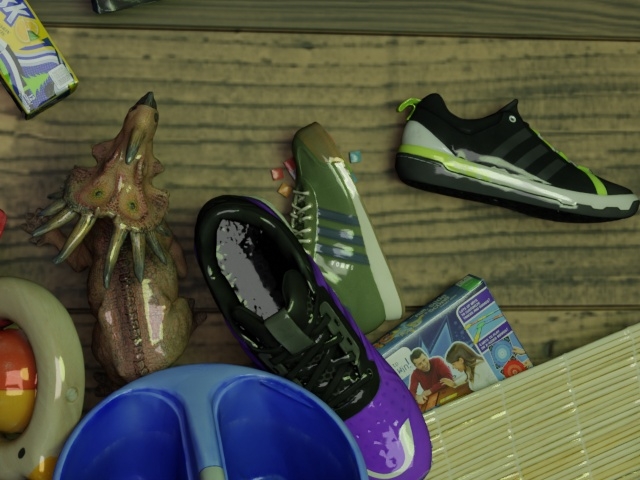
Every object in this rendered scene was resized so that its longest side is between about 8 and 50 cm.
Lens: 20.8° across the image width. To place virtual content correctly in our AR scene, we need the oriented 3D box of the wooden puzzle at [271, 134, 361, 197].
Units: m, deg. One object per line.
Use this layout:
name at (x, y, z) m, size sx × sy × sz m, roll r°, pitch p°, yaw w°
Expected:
wooden puzzle at (0.000, -0.061, 1.556) m, size 0.083 × 0.006 × 0.049 m, roll -32°, pitch 94°, yaw -10°

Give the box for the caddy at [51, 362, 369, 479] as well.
caddy at (-0.074, 0.251, 1.305) m, size 0.241 × 0.179 × 0.341 m, roll -8°, pitch 52°, yaw -9°

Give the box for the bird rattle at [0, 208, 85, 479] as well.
bird rattle at (-0.261, 0.101, 1.412) m, size 0.143 × 0.207 × 0.253 m, roll 15°, pitch 84°, yaw -51°

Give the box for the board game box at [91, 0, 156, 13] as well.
board game box at (-0.143, -0.331, 1.487) m, size 0.165 × 0.042 × 0.243 m, roll -16°, pitch 107°, yaw -11°

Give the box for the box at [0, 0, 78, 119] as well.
box at (-0.273, -0.188, 1.480) m, size 0.054 × 0.059 × 0.169 m, roll -33°, pitch 94°, yaw -9°

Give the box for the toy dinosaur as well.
toy dinosaur at (-0.154, 0.043, 1.424) m, size 0.127 × 0.200 × 0.295 m, roll -20°, pitch 92°, yaw -11°

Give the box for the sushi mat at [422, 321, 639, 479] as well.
sushi mat at (0.176, 0.192, 1.547) m, size 0.316 × 0.019 × 0.151 m, roll -21°, pitch 106°, yaw -15°

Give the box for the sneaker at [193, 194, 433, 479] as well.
sneaker at (-0.016, 0.086, 1.417) m, size 0.102 × 0.146 × 0.293 m, roll -36°, pitch 83°, yaw 0°

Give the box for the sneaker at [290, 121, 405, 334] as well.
sneaker at (0.000, 0.000, 1.519) m, size 0.086 × 0.064 × 0.192 m, roll -26°, pitch 101°, yaw -13°

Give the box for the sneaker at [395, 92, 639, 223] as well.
sneaker at (0.180, -0.078, 1.553) m, size 0.235 × 0.084 × 0.097 m, roll 13°, pitch 84°, yaw -10°

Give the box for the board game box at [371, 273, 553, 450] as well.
board game box at (0.091, 0.142, 1.539) m, size 0.201 × 0.035 × 0.136 m, roll -34°, pitch 107°, yaw -11°
